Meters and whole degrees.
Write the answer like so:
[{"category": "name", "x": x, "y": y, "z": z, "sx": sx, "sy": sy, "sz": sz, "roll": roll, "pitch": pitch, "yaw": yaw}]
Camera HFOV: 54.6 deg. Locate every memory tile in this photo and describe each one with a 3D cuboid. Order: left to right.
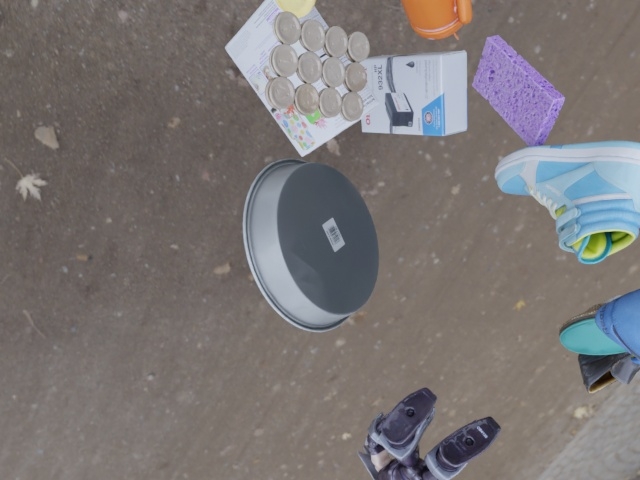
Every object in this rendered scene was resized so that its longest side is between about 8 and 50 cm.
[{"category": "memory tile", "x": -0.001, "y": -0.204, "z": 0.745, "sx": 0.148, "sy": 0.012, "sz": 0.113, "roll": 0, "pitch": 96, "yaw": -40}]

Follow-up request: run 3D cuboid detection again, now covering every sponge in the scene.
[{"category": "sponge", "x": 0.376, "y": -0.288, "z": 1.198, "sx": 0.031, "sy": 0.210, "sz": 0.117, "roll": -17, "pitch": 145, "yaw": -19}]

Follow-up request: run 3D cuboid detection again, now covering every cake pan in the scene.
[{"category": "cake pan", "x": 0.000, "y": 0.000, "z": 1.010, "sx": 0.054, "sy": 0.292, "sz": 0.293, "roll": -16, "pitch": 152, "yaw": 39}]

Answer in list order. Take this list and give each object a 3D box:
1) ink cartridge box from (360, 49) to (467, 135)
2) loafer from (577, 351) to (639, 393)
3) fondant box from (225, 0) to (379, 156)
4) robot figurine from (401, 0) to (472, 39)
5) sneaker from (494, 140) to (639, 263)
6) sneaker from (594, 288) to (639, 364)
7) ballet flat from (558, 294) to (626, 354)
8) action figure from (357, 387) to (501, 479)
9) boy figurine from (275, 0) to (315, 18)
[{"category": "ink cartridge box", "x": 0.264, "y": -0.428, "z": 1.812, "sx": 0.129, "sy": 0.308, "sz": 0.223, "roll": -22, "pitch": 114, "yaw": -40}, {"category": "loafer", "x": 0.459, "y": 0.186, "z": 0.931, "sx": 0.062, "sy": 0.061, "sz": 0.170, "roll": 14, "pitch": 152, "yaw": -11}, {"category": "fondant box", "x": -0.049, "y": -0.390, "z": 1.460, "sx": 0.096, "sy": 0.238, "sz": 0.330, "roll": -41, "pitch": 100, "yaw": -36}, {"category": "robot figurine", "x": 0.224, "y": -0.489, "z": 1.231, "sx": 0.158, "sy": 0.128, "sz": 0.219, "roll": -1, "pitch": 156, "yaw": 25}, {"category": "sneaker", "x": 0.437, "y": -0.062, "z": 1.135, "sx": 0.127, "sy": 0.319, "sz": 0.208, "roll": 20, "pitch": 80, "yaw": -31}, {"category": "sneaker", "x": 0.305, "y": 0.087, "z": 0.483, "sx": 0.210, "sy": 0.082, "sz": 0.069, "roll": 25, "pitch": 70, "yaw": -22}, {"category": "ballet flat", "x": 0.400, "y": 0.096, "z": 0.780, "sx": 0.073, "sy": 0.206, "sz": 0.067, "roll": 51, "pitch": 52, "yaw": -12}, {"category": "action figure", "x": 0.130, "y": 0.292, "z": 0.797, "sx": 0.099, "sy": 0.185, "sz": 0.285, "roll": -41, "pitch": 155, "yaw": -28}, {"category": "boy figurine", "x": -0.001, "y": -0.525, "z": 1.128, "sx": 0.285, "sy": 0.178, "sz": 0.092, "roll": -68, "pitch": 150, "yaw": -24}]
